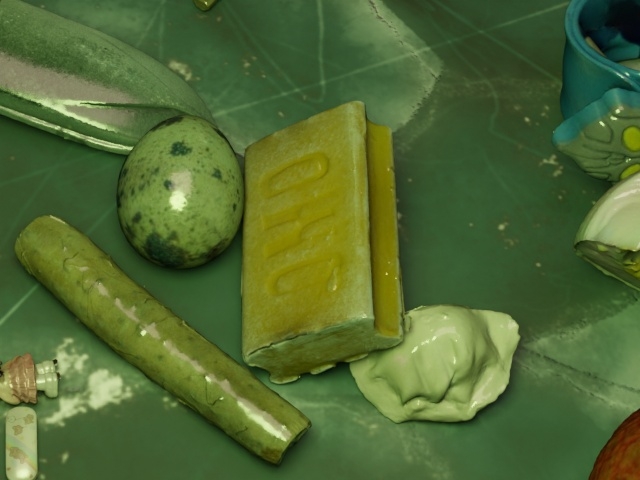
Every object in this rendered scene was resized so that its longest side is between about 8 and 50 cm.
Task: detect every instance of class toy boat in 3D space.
[{"bbox_3d":[-0.267,-0.174,1.704,0.319,0.092,0.141,20,56,-4],"label":"toy boat"}]

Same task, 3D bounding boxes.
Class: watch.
[{"bbox_3d":[0.382,-0.185,1.752,0.305,0.241,0.274,-14,44,-13],"label":"watch"}]

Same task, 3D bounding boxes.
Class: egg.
[{"bbox_3d":[-0.152,-0.055,1.611,0.141,0.141,0.182,6,61,-5],"label":"egg"},{"bbox_3d":[0.414,-0.017,1.612,0.271,0.206,0.162,22,82,-9],"label":"egg"}]

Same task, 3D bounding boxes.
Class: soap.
[{"bbox_3d":[0.000,0.000,1.587,0.173,0.089,0.274,-22,52,28],"label":"soap"}]

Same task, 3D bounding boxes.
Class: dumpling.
[{"bbox_3d":[0.122,0.131,1.561,0.188,0.108,0.127,-8,79,-2],"label":"dumpling"}]

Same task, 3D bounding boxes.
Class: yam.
[{"bbox_3d":[-0.171,0.104,1.546,0.371,0.083,0.083,38,60,16],"label":"yam"}]

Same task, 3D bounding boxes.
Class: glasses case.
[{"bbox_3d":[-0.303,0.207,1.492,0.032,0.021,0.083,-2,58,-7],"label":"glasses case"}]

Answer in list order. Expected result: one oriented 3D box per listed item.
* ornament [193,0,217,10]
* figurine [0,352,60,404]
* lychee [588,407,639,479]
[{"bbox_3d":[-0.158,-0.433,1.897,0.230,0.061,0.245,32,60,14],"label":"ornament"},{"bbox_3d":[-0.334,0.138,1.513,0.129,0.054,0.072,-6,43,-15],"label":"figurine"},{"bbox_3d":[0.379,0.266,1.426,0.255,0.255,0.300,2,19,-7],"label":"lychee"}]
